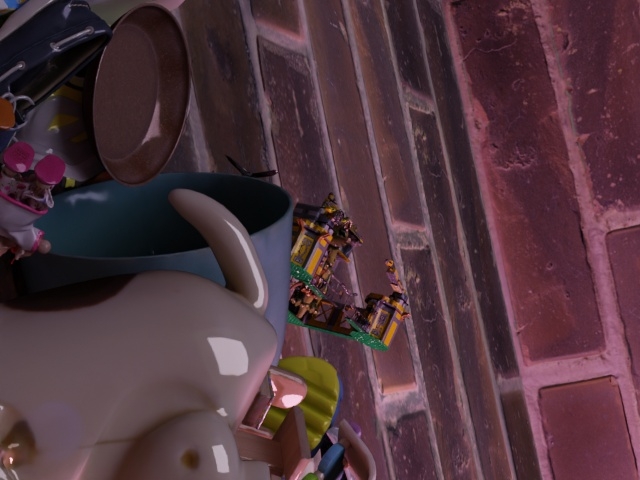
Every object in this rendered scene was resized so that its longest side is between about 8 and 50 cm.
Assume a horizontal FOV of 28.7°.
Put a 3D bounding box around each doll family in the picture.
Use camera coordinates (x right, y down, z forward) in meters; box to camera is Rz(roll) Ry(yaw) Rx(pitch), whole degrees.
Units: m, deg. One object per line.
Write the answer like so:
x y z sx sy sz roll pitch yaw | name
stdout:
-0.350 -0.077 1.100 0.263 0.163 0.118 24 43 -24 | doll family

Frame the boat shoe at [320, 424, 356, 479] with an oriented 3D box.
0.027 0.390 1.886 0.081 0.079 0.227 16 57 -54 | boat shoe

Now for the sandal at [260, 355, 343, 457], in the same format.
-0.086 0.274 1.501 0.126 0.317 0.138 37 -5 16 | sandal

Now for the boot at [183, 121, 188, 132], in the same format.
-0.208 -0.205 1.723 0.087 0.042 0.118 61 27 -46 | boot

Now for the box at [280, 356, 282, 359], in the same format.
-0.135 0.159 1.587 0.203 0.103 0.114 14 65 -65 | box

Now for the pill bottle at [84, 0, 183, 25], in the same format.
-0.282 -0.439 1.462 0.204 0.204 0.361 -14 89 -68 | pill bottle

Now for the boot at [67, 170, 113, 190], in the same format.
-0.243 -0.106 1.517 0.059 0.084 0.158 64 24 -24 | boot

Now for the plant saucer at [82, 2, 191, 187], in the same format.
-0.203 -0.157 1.345 0.198 0.036 0.198 10 90 -68 | plant saucer

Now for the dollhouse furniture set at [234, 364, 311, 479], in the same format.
-0.053 0.277 1.211 0.161 0.242 0.212 20 27 -20 | dollhouse furniture set

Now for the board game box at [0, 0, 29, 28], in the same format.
-0.381 -0.269 1.204 0.275 0.144 0.142 -22 97 -67 | board game box

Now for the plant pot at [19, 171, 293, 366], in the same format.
-0.167 0.079 1.344 0.293 0.293 0.235 -47 136 -64 | plant pot

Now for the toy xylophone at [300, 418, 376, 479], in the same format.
-0.040 0.371 1.451 0.323 0.081 0.236 -44 159 -31 | toy xylophone

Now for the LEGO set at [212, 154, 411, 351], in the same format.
0.000 0.000 1.798 0.331 0.255 0.192 40 68 -38 | LEGO set

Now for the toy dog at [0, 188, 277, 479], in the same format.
-0.252 0.127 1.019 0.395 0.408 0.284 -70 -158 9 | toy dog

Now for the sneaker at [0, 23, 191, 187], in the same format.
-0.242 -0.188 1.437 0.384 0.145 0.147 -59 160 -62 | sneaker

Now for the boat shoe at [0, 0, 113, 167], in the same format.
-0.309 -0.138 1.213 0.079 0.254 0.095 40 -19 12 | boat shoe

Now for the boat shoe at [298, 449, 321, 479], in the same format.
-0.053 0.377 1.636 0.116 0.097 0.324 8 56 -19 | boat shoe
